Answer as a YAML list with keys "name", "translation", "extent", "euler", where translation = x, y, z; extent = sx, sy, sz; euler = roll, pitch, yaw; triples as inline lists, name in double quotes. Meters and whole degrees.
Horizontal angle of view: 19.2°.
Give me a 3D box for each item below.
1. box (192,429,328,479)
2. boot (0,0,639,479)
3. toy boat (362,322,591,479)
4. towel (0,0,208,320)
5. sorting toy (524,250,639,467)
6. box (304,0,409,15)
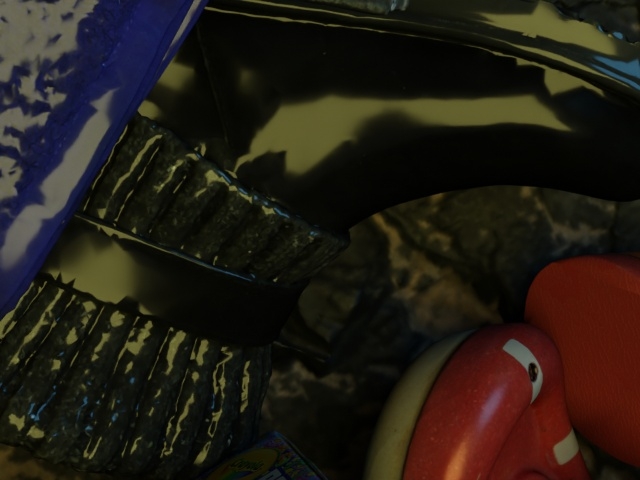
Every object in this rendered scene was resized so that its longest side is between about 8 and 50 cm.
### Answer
- name: "box"
  translation: [-0.047, 0.285, 0.807]
  extent: [0.279, 0.177, 0.290]
  euler: [-33, 98, -7]
- name: "boot"
  translation: [-0.001, 0.000, 0.905]
  extent: [0.348, 0.131, 0.260]
  euler: [13, 92, 0]
- name: "toy boat"
  translation: [0.122, 0.150, 0.928]
  extent: [0.151, 0.151, 0.231]
  euler: [-11, 109, 35]
- name: "towel"
  translation: [-0.175, -0.140, 0.596]
  extent: [0.308, 0.076, 0.228]
  euler: [31, 97, -16]
- name: "sorting toy"
  translation: [0.232, 0.146, 1.007]
  extent: [0.126, 0.127, 0.365]
  euler: [-33, 110, -32]
- name: "box"
  translation: [-0.164, -0.375, 0.698]
  extent: [0.480, 0.297, 0.472]
  euler: [10, 106, -10]
